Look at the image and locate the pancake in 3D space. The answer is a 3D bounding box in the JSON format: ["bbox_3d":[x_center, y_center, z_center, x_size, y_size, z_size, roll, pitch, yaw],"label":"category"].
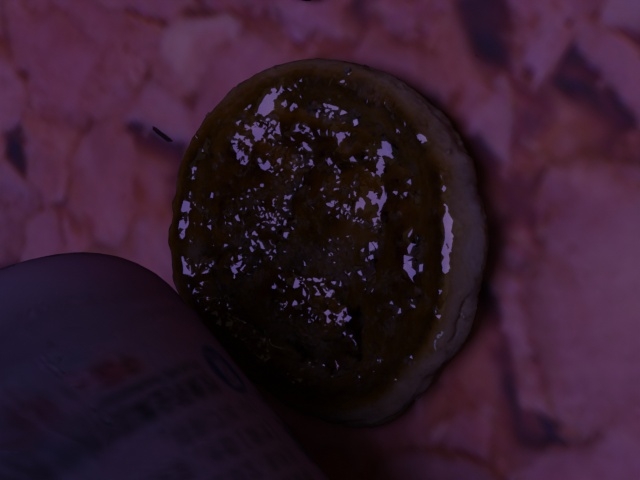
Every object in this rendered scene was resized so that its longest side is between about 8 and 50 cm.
[{"bbox_3d":[0.000,0.000,0.777,0.158,0.028,0.158,2,94,36],"label":"pancake"}]

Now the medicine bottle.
[{"bbox_3d":[-0.073,0.193,0.700,0.325,0.256,0.256,49,117,12],"label":"medicine bottle"}]
